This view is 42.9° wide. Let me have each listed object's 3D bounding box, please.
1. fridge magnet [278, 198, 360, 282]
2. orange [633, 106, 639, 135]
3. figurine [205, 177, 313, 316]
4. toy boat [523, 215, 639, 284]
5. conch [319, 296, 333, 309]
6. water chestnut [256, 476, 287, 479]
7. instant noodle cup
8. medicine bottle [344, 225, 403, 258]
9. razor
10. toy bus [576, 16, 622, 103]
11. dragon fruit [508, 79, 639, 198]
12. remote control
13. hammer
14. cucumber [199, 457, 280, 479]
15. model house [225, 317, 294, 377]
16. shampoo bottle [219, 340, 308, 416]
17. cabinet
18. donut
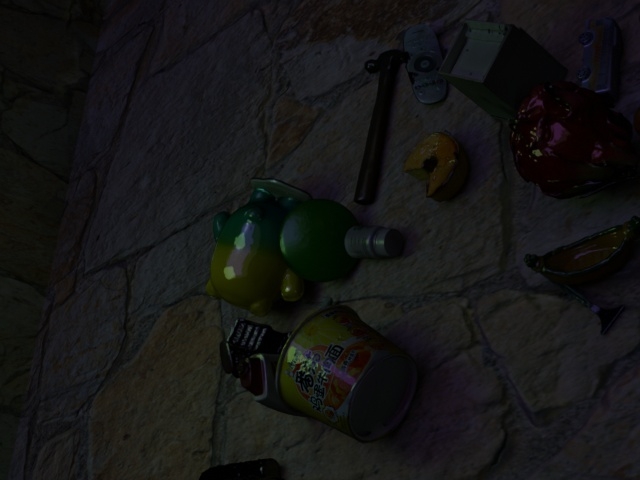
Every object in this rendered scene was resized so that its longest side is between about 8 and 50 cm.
[{"bbox_3d":[0.000,0.000,2.007,0.088,0.208,0.208,134,157,-82],"label":"fridge magnet"},{"bbox_3d":[0.621,-0.221,1.507,0.083,0.070,0.083,-11,63,22],"label":"orange"},{"bbox_3d":[-0.158,0.021,2.118,0.324,0.231,0.340,15,75,22],"label":"figurine"},{"bbox_3d":[0.489,0.020,1.489,0.230,0.088,0.089,-22,38,28],"label":"toy boat"},{"bbox_3d":[0.003,0.223,1.970,0.065,0.088,0.180,11,60,6],"label":"conch"},{"bbox_3d":[-0.100,0.617,1.723,0.224,0.238,0.223,-16,61,31],"label":"water chestnut"},{"bbox_3d":[0.064,0.287,1.715,0.200,0.264,0.264,25,88,44],"label":"instant noodle cup"},{"bbox_3d":[0.127,0.004,1.930,0.130,0.080,0.080,0,69,49],"label":"medicine bottle"},{"bbox_3d":[0.474,0.096,1.522,0.066,0.033,0.190,-55,38,9],"label":"razor"},{"bbox_3d":[0.568,-0.365,1.657,0.075,0.064,0.190,-6,64,40],"label":"toy bus"},{"bbox_3d":[0.478,-0.182,1.518,0.233,0.234,0.293,-59,31,5],"label":"dragon fruit"},{"bbox_3d":[0.263,-0.443,2.053,0.098,0.045,0.256,-11,59,13],"label":"remote control"},{"bbox_3d":[0.148,-0.297,2.112,0.168,0.044,0.439,-8,64,48],"label":"hammer"},{"bbox_3d":[-0.211,0.580,1.992,0.300,0.072,0.072,-21,54,41],"label":"cucumber"},{"bbox_3d":[-0.172,0.277,2.059,0.106,0.152,0.165,9,74,57],"label":"model house"},{"bbox_3d":[-0.114,0.308,1.867,0.071,0.284,0.153,-22,56,37],"label":"shampoo bottle"},{"bbox_3d":[0.389,-0.362,1.740,0.145,0.206,0.150,30,93,52],"label":"cabinet"},{"bbox_3d":[0.275,-0.173,1.872,0.146,0.078,0.181,-52,33,12],"label":"donut"}]
